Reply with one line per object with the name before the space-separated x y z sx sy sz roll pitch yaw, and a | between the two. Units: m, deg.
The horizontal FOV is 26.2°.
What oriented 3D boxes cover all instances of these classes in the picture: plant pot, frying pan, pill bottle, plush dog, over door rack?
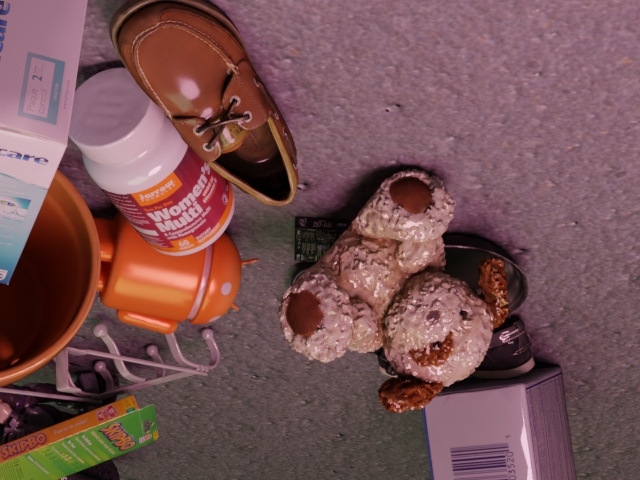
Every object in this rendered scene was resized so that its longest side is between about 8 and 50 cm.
plant pot | -0.412 0.048 1.611 0.290 0.291 0.203 9 160 -11
frying pan | 0.176 0.087 1.827 0.197 0.053 0.326 1 147 7
pill bottle | -0.185 -0.084 1.502 0.121 0.121 0.221 -7 149 17
plush dog | 0.099 0.080 1.635 0.225 0.262 0.210 41 170 4
over door rack | -0.330 0.170 1.922 0.239 0.108 0.324 -19 170 33

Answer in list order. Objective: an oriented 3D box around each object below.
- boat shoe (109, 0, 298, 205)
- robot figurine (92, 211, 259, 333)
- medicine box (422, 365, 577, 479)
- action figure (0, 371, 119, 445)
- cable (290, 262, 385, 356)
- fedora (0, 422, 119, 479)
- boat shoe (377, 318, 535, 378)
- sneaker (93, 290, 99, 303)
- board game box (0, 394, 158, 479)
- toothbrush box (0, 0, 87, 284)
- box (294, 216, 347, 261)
boat shoe | -0.098 -0.137 1.389 0.110 0.104 0.307 -34 146 11
robot figurine | -0.192 0.032 1.702 0.219 0.158 0.128 13 171 -16
medicine box | 0.265 0.326 1.946 0.149 0.264 0.289 -8 177 20
action figure | -0.439 0.247 2.068 0.285 0.185 0.099 16 127 -32
cable | 0.032 0.097 1.827 0.150 0.047 0.184 23 148 24
fedora | -0.460 0.406 2.319 0.334 0.334 0.152 17 112 -23
boat shoe | 0.186 0.151 1.954 0.233 0.084 0.079 -6 112 28
sneaker | -0.439 0.110 1.804 0.295 0.178 0.124 1 150 3
board game box | -0.365 0.303 2.012 0.259 0.039 0.124 -18 150 -14
toothbrush box | -0.325 -0.122 1.352 0.126 0.216 0.295 12 148 -17
box | 0.000 0.000 1.737 0.067 0.018 0.083 2 150 0
